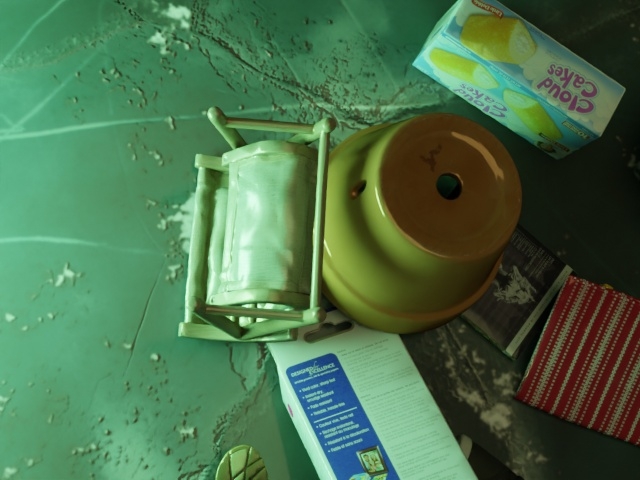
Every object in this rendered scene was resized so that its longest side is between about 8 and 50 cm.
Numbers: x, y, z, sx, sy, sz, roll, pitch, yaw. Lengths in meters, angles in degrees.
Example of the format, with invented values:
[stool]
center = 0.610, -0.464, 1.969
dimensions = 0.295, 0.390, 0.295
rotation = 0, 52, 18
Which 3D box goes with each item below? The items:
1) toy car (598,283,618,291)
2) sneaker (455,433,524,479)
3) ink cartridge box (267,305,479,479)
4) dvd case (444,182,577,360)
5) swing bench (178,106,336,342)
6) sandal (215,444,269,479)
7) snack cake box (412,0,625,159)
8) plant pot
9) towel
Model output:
[toy car]
center = 0.433, 0.120, 1.841
dimensions = 0.122, 0.040, 0.060
rotation = 44, 72, -3
[sneaker]
center = 0.195, 0.418, 1.686
dimensions = 0.146, 0.104, 0.296
rotation = 26, 70, -3
[ink cartridge box]
center = 0.070, 0.250, 1.669
dimensions = 0.175, 0.069, 0.371
rotation = -17, 59, -17
[dvd case]
center = 0.239, 0.039, 1.820
dimensions = 0.221, 0.018, 0.164
rotation = 40, 71, -3
[swing bench]
center = -0.084, -0.009, 1.621
dimensions = 0.165, 0.255, 0.253
rotation = 5, 78, -8
[sandal]
center = -0.093, 0.353, 1.663
dimensions = 0.072, 0.049, 0.180
rotation = -18, 98, -11
[snack cake box]
center = 0.279, -0.233, 1.815
dimensions = 0.264, 0.152, 0.089
rotation = 32, 74, -5
[plant pot]
center = 0.133, -0.039, 1.682
dimensions = 0.290, 0.203, 0.291
rotation = 5, 73, -16
[towel]
center = 0.433, 0.181, 1.808
dimensions = 0.274, 0.031, 0.199
rotation = 21, 96, -8
